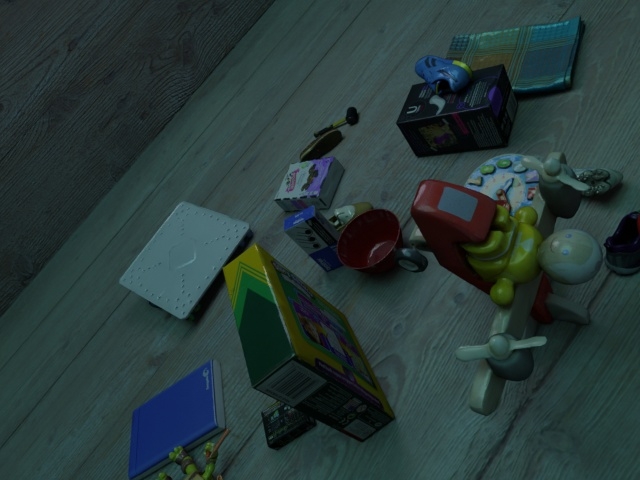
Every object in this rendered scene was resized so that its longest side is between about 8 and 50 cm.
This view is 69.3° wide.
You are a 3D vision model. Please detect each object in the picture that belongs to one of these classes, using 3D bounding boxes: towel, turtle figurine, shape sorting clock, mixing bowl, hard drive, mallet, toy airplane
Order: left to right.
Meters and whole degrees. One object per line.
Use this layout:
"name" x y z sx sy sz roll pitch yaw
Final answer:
"hard drive" -0.409 0.503 1.306 0.319 0.040 0.210 -34 41 13
"turtle figurine" -0.300 0.575 1.119 0.217 0.087 0.269 -1 65 47
"mallet" 0.054 -0.417 1.692 0.190 0.039 0.062 -27 46 28
"mixing bowl" 0.143 0.018 1.199 0.181 0.098 0.181 -22 46 24
"shape sorting clock" 0.424 -0.108 1.084 0.206 0.040 0.206 -16 63 35
"towel" 0.530 -0.517 1.323 0.370 0.040 0.271 6 61 33
"toy airplane" 0.351 0.052 0.789 0.384 0.386 0.272 -15 1 -29

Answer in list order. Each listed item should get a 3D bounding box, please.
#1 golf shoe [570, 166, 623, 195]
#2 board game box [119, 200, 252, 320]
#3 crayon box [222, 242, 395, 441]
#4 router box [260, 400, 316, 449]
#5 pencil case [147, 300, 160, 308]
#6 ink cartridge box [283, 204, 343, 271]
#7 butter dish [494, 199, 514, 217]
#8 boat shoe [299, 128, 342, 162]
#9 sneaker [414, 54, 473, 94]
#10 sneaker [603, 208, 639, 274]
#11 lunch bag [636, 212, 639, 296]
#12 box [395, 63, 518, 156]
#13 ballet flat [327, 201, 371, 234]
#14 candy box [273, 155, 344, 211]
"golf shoe" 0.563 -0.130 1.011 0.086 0.069 0.176 -14 17 -25
"board game box" -0.481 0.060 1.657 0.390 0.050 0.390 19 66 34
"crayon box" -0.026 0.215 0.973 0.106 0.363 0.313 -39 40 8
"router box" -0.078 0.422 1.096 0.122 0.038 0.092 -36 42 11
"pencil case" -0.577 0.171 1.702 0.064 0.070 0.151 -13 51 32
"ink cartridge box" 0.000 0.000 1.250 0.097 0.207 0.046 -25 43 23
"butter dish" 0.383 0.003 0.998 0.160 0.118 0.160 -43 -22 -84
"boat shoe" -0.005 -0.341 1.650 0.178 0.064 0.060 -37 43 13
"sneaker" 0.309 -0.441 1.245 0.082 0.069 0.209 -48 38 -1
"sneaker" 0.614 -0.038 0.848 0.223 0.098 0.083 -47 40 -1
"lunch bag" 0.645 0.005 0.726 0.258 0.120 0.293 19 71 31
"box" 0.374 -0.349 1.274 0.270 0.143 0.165 2 57 42
"ballet flat" 0.045 -0.048 1.357 0.232 0.073 0.080 -37 41 9
"candy box" -0.039 -0.185 1.544 0.196 0.070 0.164 -2 57 39
